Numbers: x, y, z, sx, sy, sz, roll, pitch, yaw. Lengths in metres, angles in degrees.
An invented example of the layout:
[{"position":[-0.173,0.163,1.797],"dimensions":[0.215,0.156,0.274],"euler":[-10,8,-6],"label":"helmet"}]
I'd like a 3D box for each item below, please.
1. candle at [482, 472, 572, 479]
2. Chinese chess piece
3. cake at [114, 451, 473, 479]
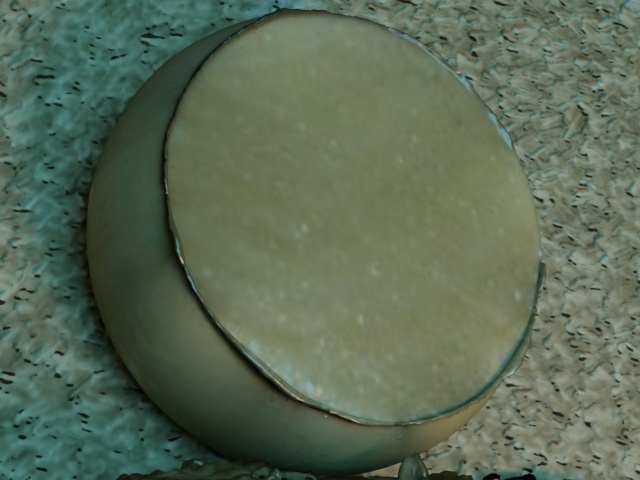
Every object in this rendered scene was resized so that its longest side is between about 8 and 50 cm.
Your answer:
[{"position":[0.247,0.238,1.519],"dimensions":[0.302,0.059,0.084],"euler":[22,53,-22],"label":"candle"},{"position":[0.000,0.000,1.414],"dimensions":[0.338,0.140,0.338],"euler":[13,64,-28],"label":"Chinese chess piece"},{"position":[0.025,0.268,1.221],"dimensions":[0.290,0.256,0.282],"euler":[10,83,-30],"label":"cake"}]
